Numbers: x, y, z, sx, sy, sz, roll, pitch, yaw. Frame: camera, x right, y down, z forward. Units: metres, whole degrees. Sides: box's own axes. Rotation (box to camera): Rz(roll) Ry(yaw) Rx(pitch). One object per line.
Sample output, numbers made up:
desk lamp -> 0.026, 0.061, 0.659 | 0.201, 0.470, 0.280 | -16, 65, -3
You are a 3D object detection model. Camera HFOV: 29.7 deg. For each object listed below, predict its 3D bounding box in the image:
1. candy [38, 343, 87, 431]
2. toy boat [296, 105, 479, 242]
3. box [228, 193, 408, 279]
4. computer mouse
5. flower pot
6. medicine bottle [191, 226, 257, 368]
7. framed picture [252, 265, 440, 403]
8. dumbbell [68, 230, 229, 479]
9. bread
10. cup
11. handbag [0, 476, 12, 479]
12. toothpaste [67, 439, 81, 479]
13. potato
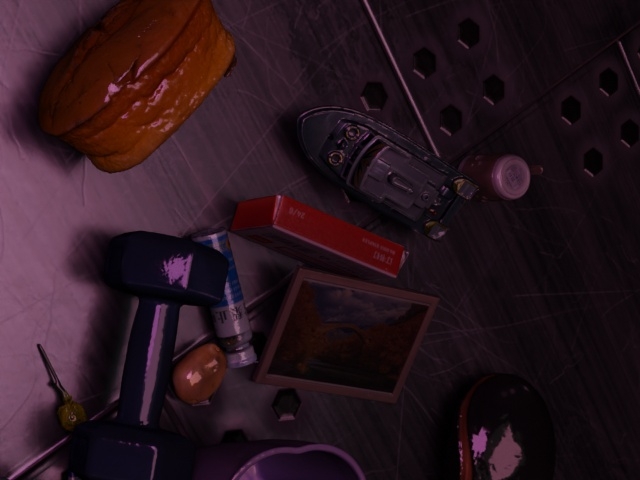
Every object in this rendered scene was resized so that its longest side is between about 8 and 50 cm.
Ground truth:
candy -> -0.335, 0.188, 1.544 | 0.035, 0.035, 0.123 | -28, 98, -33
toy boat -> 0.087, -0.106, 1.738 | 0.296, 0.122, 0.114 | 29, 101, -26
box -> 0.000, 0.001, 1.688 | 0.229, 0.123, 0.050 | 22, 75, -29
computer mouse -> 0.278, 0.369, 1.875 | 0.182, 0.116, 0.323 | 7, 89, -26
flower pot -> -0.093, 0.377, 1.574 | 0.265, 0.243, 0.265 | 0, 90, -34
medicine bottle -> -0.130, 0.078, 1.651 | 0.051, 0.051, 0.191 | -19, 100, -30
framed picture -> 0.040, 0.140, 1.741 | 0.250, 0.016, 0.184 | 14, 106, -32
dumbbell -> -0.217, 0.154, 1.530 | 0.159, 0.144, 0.325 | 9, 83, 4
bread -> -0.230, -0.212, 1.500 | 0.270, 0.195, 0.143 | -53, 125, -16
cup -> 0.280, -0.093, 1.867 | 0.102, 0.099, 0.074 | 16, 84, -31
handbag -> -0.397, 0.361, 1.355 | 0.274, 0.269, 0.100 | 13, 116, -17
toothpaste -> -0.319, 0.300, 1.566 | 0.024, 0.015, 0.083 | 14, 79, -39
potato -> -0.162, 0.179, 1.629 | 0.083, 0.062, 0.068 | -40, 143, 0
